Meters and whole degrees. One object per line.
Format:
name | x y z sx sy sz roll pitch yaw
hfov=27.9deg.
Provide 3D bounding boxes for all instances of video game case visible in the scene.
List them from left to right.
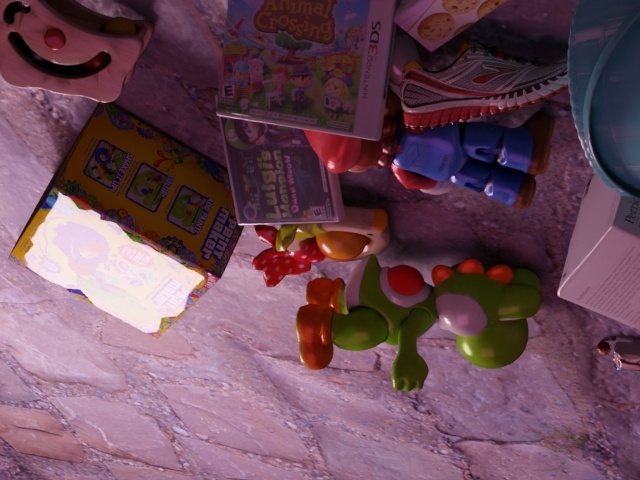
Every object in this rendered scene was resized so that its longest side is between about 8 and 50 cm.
video game case | -0.057 -0.116 1.768 0.173 0.022 0.190 -1 105 33
video game case | -0.017 -0.231 1.549 0.212 0.193 0.023 11 -170 18

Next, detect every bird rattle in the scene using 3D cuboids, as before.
bird rattle | 0.000 0.000 1.917 0.207 0.143 0.253 4 150 -1

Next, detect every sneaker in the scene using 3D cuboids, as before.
sneaker | 0.201 -0.194 1.502 0.225 0.088 0.092 -12 96 6

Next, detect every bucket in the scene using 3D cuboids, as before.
bucket | 0.387 -0.166 1.301 0.183 0.281 0.281 -4 140 41

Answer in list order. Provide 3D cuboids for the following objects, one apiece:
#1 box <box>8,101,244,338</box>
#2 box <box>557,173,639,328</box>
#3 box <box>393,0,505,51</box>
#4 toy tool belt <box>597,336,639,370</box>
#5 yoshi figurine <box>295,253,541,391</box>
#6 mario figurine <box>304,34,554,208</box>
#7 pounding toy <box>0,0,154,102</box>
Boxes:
box | -0.294 -0.025 2.004 0.279 0.177 0.290 29 148 -12
box | 0.393 -0.020 1.582 0.119 0.181 0.182 22 148 -1
box | 0.201 -0.307 1.385 0.067 0.063 0.324 35 146 -20
toy tool belt | 0.466 0.181 1.961 0.083 0.052 0.051 4 135 29
yoshi figurine | 0.160 0.133 1.944 0.362 0.203 0.203 -7 165 16
mario figurine | 0.130 -0.155 1.640 0.321 0.198 0.170 15 -168 -3
pounding toy | -0.357 -0.298 1.738 0.270 0.155 0.154 11 119 2
